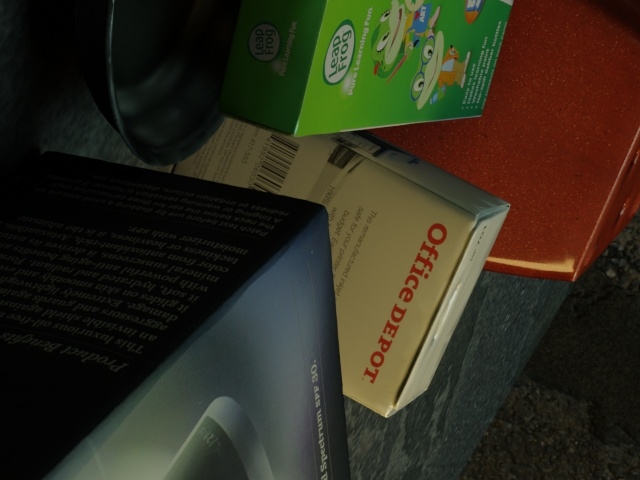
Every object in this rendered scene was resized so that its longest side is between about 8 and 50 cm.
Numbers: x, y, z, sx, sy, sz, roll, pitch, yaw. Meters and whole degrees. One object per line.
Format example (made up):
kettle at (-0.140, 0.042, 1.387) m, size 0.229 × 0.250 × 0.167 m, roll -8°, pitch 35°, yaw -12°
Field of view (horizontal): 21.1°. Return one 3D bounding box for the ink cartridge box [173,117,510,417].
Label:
ink cartridge box at (0.000, 0.000, 1.067) m, size 0.140 × 0.190 × 0.082 m, roll -66°, pitch 165°, yaw 15°

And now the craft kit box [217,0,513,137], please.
craft kit box at (0.052, -0.187, 0.953) m, size 0.246 × 0.061 × 0.250 m, roll -11°, pitch 118°, yaw -58°

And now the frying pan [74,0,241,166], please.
frying pan at (-0.067, -0.179, 0.803) m, size 0.326 × 0.053 × 0.197 m, roll 87°, pitch 27°, yaw -46°

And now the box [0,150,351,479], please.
box at (-0.124, 0.162, 0.808) m, size 0.294 × 0.182 × 0.296 m, roll -45°, pitch 138°, yaw -47°

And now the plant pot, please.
plant pot at (0.131, -0.119, 1.216) m, size 0.267 × 0.235 × 0.267 m, roll -32°, pitch 146°, yaw -61°
